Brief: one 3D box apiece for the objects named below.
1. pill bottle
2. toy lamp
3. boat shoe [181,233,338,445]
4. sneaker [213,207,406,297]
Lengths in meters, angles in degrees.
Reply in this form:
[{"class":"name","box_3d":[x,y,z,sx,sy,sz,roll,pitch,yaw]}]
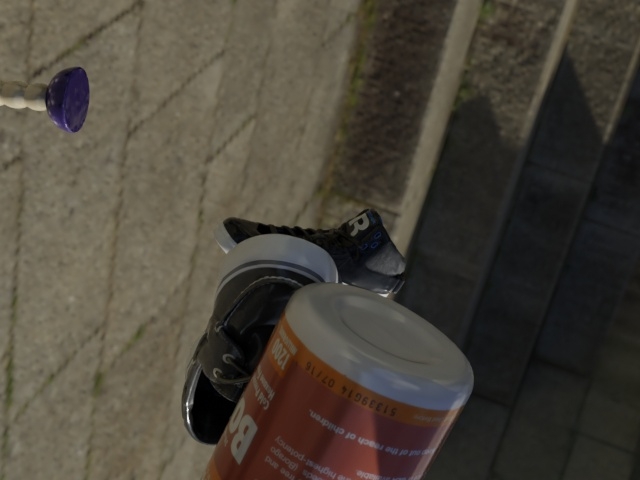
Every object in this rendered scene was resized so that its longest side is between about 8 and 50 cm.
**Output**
[{"class":"pill bottle","box_3d":[-0.006,0.144,0.759,0.216,0.121,0.121,-64,172,17]},{"class":"toy lamp","box_3d":[-0.388,-0.160,1.326,0.080,0.275,0.080,7,90,-79]},{"class":"boat shoe","box_3d":[-0.051,0.077,0.839,0.228,0.080,0.076,129,-25,-54]},{"class":"sneaker","box_3d":[0.000,0.000,1.312,0.121,0.217,0.079,-48,-143,15]}]
